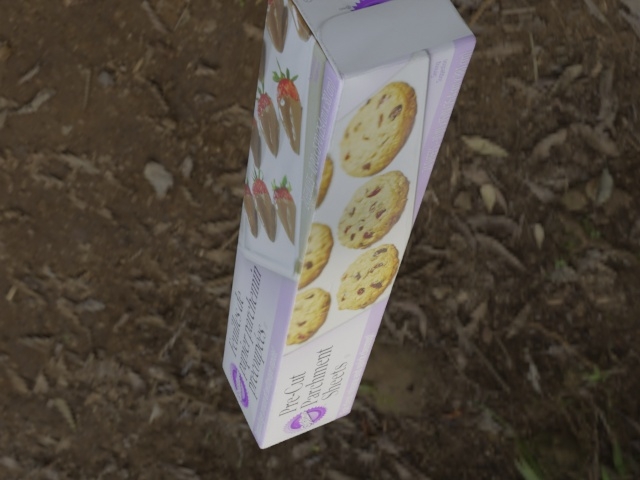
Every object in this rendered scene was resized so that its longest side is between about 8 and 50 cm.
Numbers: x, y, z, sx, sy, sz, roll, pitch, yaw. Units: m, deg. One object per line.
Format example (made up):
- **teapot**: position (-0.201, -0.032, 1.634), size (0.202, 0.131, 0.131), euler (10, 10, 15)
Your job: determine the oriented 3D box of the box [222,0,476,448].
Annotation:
- **box**: position (0.000, 0.000, 0.559), size (0.067, 0.063, 0.324), euler (-17, 149, -21)
